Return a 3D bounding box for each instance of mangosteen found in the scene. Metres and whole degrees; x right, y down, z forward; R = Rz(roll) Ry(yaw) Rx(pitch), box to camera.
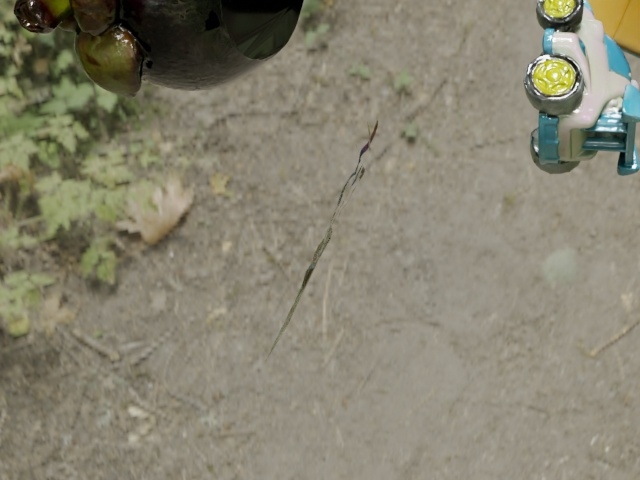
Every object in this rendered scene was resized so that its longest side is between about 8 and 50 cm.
[{"bbox_3d":[-0.156,-0.269,1.261,0.233,0.287,0.287,23,57,24],"label":"mangosteen"}]

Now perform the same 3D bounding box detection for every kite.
[{"bbox_3d":[0.003,0.001,1.086,0.016,0.229,0.127,23,32,-1],"label":"kite"}]

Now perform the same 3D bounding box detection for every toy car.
[{"bbox_3d":[0.227,-0.138,1.060,0.098,0.126,0.161,7,63,13],"label":"toy car"}]

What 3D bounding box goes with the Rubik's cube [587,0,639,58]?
[{"bbox_3d":[0.529,-0.325,1.527,0.290,0.291,0.292,7,21,-41],"label":"Rubik's cube"}]
